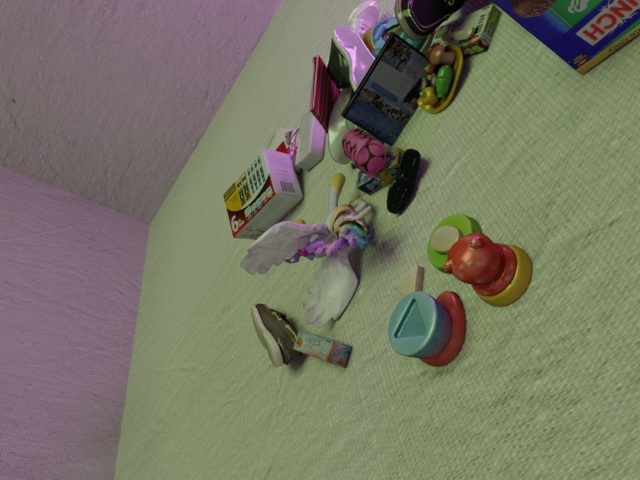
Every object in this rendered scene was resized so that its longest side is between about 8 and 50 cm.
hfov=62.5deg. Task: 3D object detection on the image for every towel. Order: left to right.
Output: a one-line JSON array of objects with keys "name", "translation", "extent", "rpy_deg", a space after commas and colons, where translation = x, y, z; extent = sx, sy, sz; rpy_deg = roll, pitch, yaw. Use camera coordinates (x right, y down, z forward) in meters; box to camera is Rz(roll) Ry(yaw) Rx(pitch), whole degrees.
[{"name": "towel", "translation": [0.026, -0.428, 1.676], "extent": [0.031, 0.275, 0.198], "rpy_deg": [-3, 72, 21]}]

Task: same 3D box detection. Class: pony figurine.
[{"name": "pony figurine", "translation": [0.000, 0.000, 1.414], "extent": [0.351, 0.303, 0.363], "rpy_deg": [-48, 16, 13]}]

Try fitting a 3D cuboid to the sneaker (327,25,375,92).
[{"name": "sneaker", "translation": [0.107, -0.478, 1.564], "extent": [0.147, 0.105, 0.295], "rpy_deg": [107, 142, -65]}]

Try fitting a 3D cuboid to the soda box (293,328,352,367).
[{"name": "soda box", "translation": [0.002, 0.276, 1.360], "extent": [0.183, 0.063, 0.058], "rpy_deg": [1, 69, 60]}]

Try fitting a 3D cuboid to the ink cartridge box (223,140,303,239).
[{"name": "ink cartridge box", "translation": [-0.231, -0.194, 1.988], "extent": [0.309, 0.130, 0.271], "rpy_deg": [-41, 56, 39]}]

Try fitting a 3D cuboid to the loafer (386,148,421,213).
[{"name": "loafer", "translation": [0.216, -0.148, 1.348], "extent": [0.169, 0.062, 0.061], "rpy_deg": [-68, -12, 9]}]

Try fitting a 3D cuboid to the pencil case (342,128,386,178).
[{"name": "pencil case", "translation": [0.114, -0.244, 1.448], "extent": [0.209, 0.095, 0.098], "rpy_deg": [-107, 5, -66]}]

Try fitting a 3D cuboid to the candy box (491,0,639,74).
[{"name": "candy box", "translation": [0.454, -0.473, 0.893], "extent": [0.268, 0.317, 0.122], "rpy_deg": [-39, 39, 43]}]

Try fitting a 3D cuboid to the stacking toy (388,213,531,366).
[{"name": "stacking toy", "translation": [0.226, 0.073, 1.061], "extent": [0.308, 0.131, 0.279], "rpy_deg": [-54, 30, 20]}]

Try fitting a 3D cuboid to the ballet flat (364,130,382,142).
[{"name": "ballet flat", "translation": [0.179, -0.356, 1.554], "extent": [0.230, 0.077, 0.077], "rpy_deg": [-58, 10, 19]}]

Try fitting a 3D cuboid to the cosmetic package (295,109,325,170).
[{"name": "cosmetic package", "translation": [-0.032, -0.380, 1.946], "extent": [0.099, 0.061, 0.238], "rpy_deg": [-36, 40, 47]}]

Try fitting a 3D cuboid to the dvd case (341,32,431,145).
[{"name": "dvd case", "translation": [0.194, -0.407, 1.441], "extent": [0.253, 0.181, 0.022], "rpy_deg": [-57, 28, 16]}]

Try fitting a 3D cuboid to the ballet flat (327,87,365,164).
[{"name": "ballet flat", "translation": [0.123, -0.427, 1.654], "extent": [0.139, 0.139, 0.399], "rpy_deg": [-21, 48, 54]}]

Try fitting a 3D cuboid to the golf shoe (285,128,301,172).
[{"name": "golf shoe", "translation": [-0.085, -0.346, 2.004], "extent": [0.086, 0.067, 0.185], "rpy_deg": [-14, 68, 21]}]

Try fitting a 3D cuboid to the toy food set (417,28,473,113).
[{"name": "toy food set", "translation": [0.297, -0.443, 1.360], "extent": [0.128, 0.071, 0.217], "rpy_deg": [37, 115, 58]}]

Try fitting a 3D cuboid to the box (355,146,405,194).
[{"name": "box", "translation": [0.170, -0.187, 1.447], "extent": [0.169, 0.054, 0.059], "rpy_deg": [-29, 44, 50]}]

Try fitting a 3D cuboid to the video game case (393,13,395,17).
[{"name": "video game case", "translation": [0.265, -0.722, 1.749], "extent": [0.166, 0.015, 0.119], "rpy_deg": [-64, 27, 2]}]

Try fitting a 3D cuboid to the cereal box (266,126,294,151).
[{"name": "cereal box", "translation": [-0.162, -0.381, 2.188], "extent": [0.172, 0.047, 0.240], "rpy_deg": [-63, 28, 4]}]

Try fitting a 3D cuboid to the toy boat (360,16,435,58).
[{"name": "toy boat", "translation": [0.230, -0.648, 1.573], "extent": [0.268, 0.148, 0.318], "rpy_deg": [10, 71, 45]}]

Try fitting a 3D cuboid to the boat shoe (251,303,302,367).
[{"name": "boat shoe", "translation": [-0.135, 0.267, 1.575], "extent": [0.324, 0.097, 0.116], "rpy_deg": [-143, 38, -65]}]

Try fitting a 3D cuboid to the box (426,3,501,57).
[{"name": "box", "translation": [0.370, -0.534, 1.391], "extent": [0.207, 0.036, 0.114], "rpy_deg": [10, 78, 62]}]

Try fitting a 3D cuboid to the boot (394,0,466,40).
[{"name": "boot", "translation": [0.368, -0.661, 1.304], "extent": [0.284, 0.138, 0.377], "rpy_deg": [-15, 26, 52]}]

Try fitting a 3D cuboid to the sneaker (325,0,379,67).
[{"name": "sneaker", "translation": [0.138, -0.696, 1.881], "extent": [0.152, 0.114, 0.305], "rpy_deg": [48, 116, 46]}]
